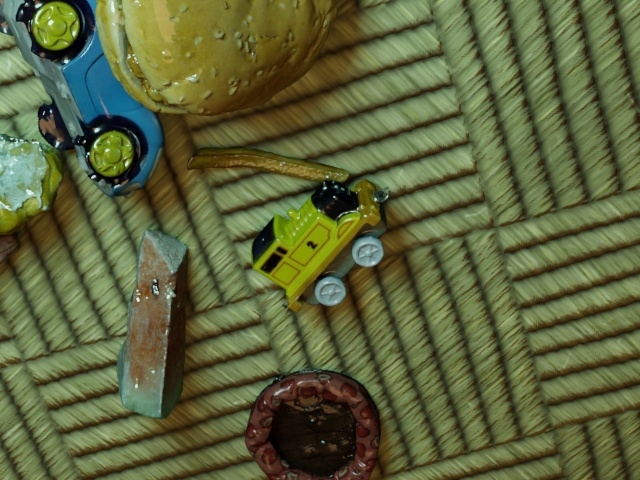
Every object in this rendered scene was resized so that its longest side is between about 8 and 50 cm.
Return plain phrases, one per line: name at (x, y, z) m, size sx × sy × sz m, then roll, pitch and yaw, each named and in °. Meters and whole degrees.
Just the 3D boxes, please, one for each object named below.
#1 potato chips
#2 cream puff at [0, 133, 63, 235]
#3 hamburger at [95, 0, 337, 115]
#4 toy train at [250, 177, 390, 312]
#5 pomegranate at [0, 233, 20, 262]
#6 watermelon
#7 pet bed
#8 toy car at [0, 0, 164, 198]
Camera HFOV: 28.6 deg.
potato chips at (-0.066, -0.094, 1.582) m, size 0.204 × 0.037 × 0.026 m, roll 7°, pitch 126°, yaw -10°
cream puff at (-0.388, -0.066, 1.531) m, size 0.156 × 0.156 × 0.121 m, roll -4°, pitch 87°, yaw 1°
hamburger at (-0.103, -0.269, 1.373) m, size 0.144 × 0.283 × 0.259 m, roll 4°, pitch 117°, yaw 43°
toy train at (0.000, 0.000, 1.587) m, size 0.127 × 0.089 × 0.219 m, roll 31°, pitch 117°, yaw -22°
pomegranate at (-0.466, 0.016, 1.579) m, size 0.163 × 0.125 × 0.138 m, roll -14°, pitch 84°, yaw -2°
watermelon at (-0.216, 0.106, 1.634) m, size 0.094 × 0.154 × 0.241 m, roll 8°, pitch 103°, yaw -5°
pet bed at (-0.009, 0.268, 1.748) m, size 0.201 × 0.053 × 0.201 m, roll 0°, pitch 111°, yaw 0°
toy car at (-0.259, -0.202, 1.454) m, size 0.166 × 0.198 × 0.314 m, roll -28°, pitch 118°, yaw -16°
